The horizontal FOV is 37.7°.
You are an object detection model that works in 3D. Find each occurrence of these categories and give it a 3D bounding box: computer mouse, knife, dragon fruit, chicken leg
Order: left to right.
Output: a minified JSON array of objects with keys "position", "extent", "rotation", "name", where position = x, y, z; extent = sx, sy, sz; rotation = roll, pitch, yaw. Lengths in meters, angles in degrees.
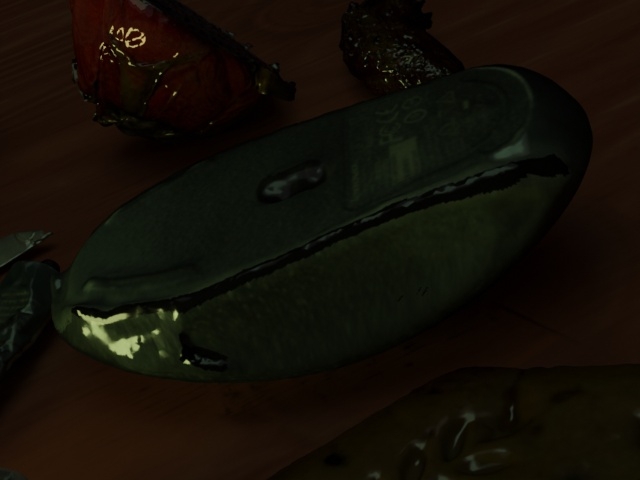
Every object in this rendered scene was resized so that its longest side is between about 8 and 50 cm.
[{"position":[-0.373,0.055,0.821],"extent":[0.297,0.017,0.047],"rotation":[-25,41,-10],"name":"knife"},{"position":[-0.161,-0.159,0.914],"extent":[0.148,0.223,0.218],"rotation":[-57,22,10],"name":"dragon fruit"},{"position":[0.001,0.003,0.629],"extent":[0.373,0.114,0.203],"rotation":[-17,35,15],"name":"computer mouse"},{"position":[0.073,-0.191,0.926],"extent":[0.105,0.063,0.234],"rotation":[-21,35,4],"name":"chicken leg"}]

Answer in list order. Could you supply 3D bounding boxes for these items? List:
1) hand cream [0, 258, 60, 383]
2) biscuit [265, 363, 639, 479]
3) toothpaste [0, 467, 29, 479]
[{"position":[-0.262,0.097,0.673],"extent":[0.075,0.052,0.248],"rotation":[1,38,29],"name":"hand cream"},{"position":[0.101,0.172,0.396],"extent":[0.359,0.046,0.359],"rotation":[-13,32,8],"name":"biscuit"},{"position":[-0.130,0.232,0.407],"extent":[0.100,0.066,0.323],"rotation":[-25,39,-10],"name":"toothpaste"}]
